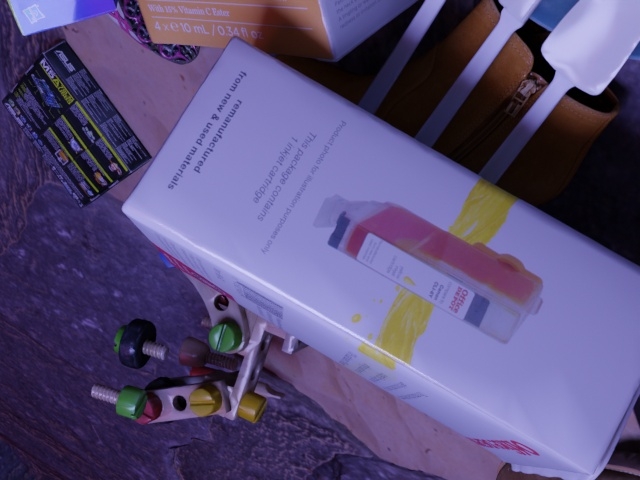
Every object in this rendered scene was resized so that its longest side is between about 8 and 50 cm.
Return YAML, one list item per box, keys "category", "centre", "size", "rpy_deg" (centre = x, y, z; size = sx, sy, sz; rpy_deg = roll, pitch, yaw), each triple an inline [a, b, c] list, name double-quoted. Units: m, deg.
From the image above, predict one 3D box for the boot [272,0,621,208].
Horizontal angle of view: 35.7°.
- category: "boot"
  centre: [0.098, -0.140, 0.868]
  size: [0.295, 0.104, 0.211]
  rpy_deg: [36, 138, 8]

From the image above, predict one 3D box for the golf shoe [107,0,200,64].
- category: "golf shoe"
  centre: [-0.201, -0.262, 1.092]
  size: [0.186, 0.067, 0.086]
  rpy_deg: [44, 173, 1]

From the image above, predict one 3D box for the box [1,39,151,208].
- category: "box"
  centre: [-0.335, -0.151, 1.344]
  size: [0.190, 0.045, 0.184]
  rpy_deg: [54, 142, -8]

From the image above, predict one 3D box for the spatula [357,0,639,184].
- category: "spatula"
  centre: [0.127, -0.136, 0.771]
  size: [0.168, 0.019, 0.242]
  rpy_deg: [41, 132, 9]

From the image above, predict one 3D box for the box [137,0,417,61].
- category: "box"
  centre: [-0.059, -0.336, 0.770]
  size: [0.215, 0.168, 0.345]
  rpy_deg: [13, 132, 38]

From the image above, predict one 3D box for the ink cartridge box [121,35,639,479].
- category: "ink cartridge box"
  centre: [0.058, 0.030, 0.831]
  size: [0.385, 0.160, 0.279]
  rpy_deg: [31, 170, 3]

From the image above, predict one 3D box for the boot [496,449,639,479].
- category: "boot"
  centre: [0.261, 0.289, 1.066]
  size: [0.112, 0.115, 0.305]
  rpy_deg: [50, 158, -6]

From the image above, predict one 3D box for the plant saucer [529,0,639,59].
- category: "plant saucer"
  centre: [0.206, -0.264, 0.652]
  size: [0.318, 0.044, 0.317]
  rpy_deg: [30, 146, 23]

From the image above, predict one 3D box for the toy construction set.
- category: "toy construction set"
  centre: [-0.089, 0.145, 1.251]
  size: [0.237, 0.257, 0.309]
  rpy_deg: [14, 162, 14]

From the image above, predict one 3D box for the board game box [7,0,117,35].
- category: "board game box"
  centre: [-0.238, -0.349, 0.835]
  size: [0.347, 0.078, 0.233]
  rpy_deg: [-104, -2, -57]
